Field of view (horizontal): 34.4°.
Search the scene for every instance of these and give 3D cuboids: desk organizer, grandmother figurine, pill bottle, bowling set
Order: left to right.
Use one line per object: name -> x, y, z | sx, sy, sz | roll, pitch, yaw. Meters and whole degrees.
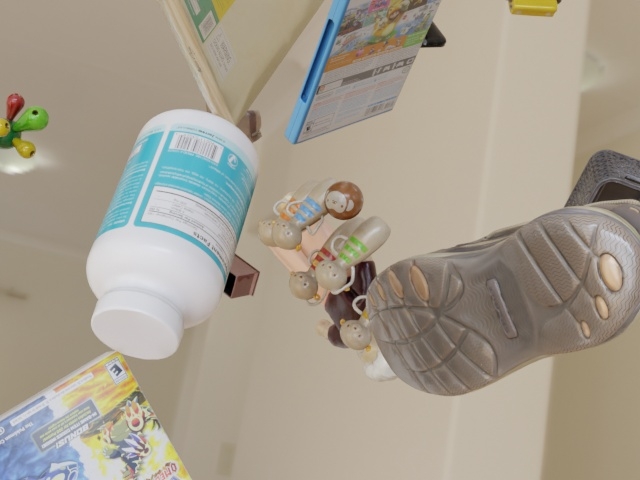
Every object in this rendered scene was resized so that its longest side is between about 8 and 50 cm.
pill bottle -> -0.162, -0.006, 1.117 | 0.146, 0.264, 0.146 | 9, -38, 7
desk organizer -> -0.163, 0.043, 1.695 | 0.130, 0.047, 0.050 | 34, 27, 34
bowling set -> 0.000, 0.000, 1.468 | 0.287, 0.154, 0.200 | 41, -10, 30
grandmother figurine -> 0.032, 0.086, 1.617 | 0.104, 0.342, 0.208 | -18, -39, -26

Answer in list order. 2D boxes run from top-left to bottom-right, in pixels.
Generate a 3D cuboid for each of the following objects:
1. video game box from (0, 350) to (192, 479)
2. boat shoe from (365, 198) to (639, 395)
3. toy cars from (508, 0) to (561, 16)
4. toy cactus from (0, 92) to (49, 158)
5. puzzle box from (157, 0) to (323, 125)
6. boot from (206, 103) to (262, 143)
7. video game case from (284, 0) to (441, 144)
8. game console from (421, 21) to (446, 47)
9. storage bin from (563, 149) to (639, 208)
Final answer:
video game box -> -0.256, 0.245, 1.084 | 0.205, 0.187, 0.048 | -32, 9, -30
boat shoe -> 0.172, 0.052, 0.894 | 0.130, 0.132, 0.355 | -15, -2, -32
toy cars -> 0.310, -0.543, 1.923 | 0.394, 0.176, 0.087 | 48, -23, 18
toy cactus -> -0.422, -0.104, 1.210 | 0.112, 0.219, 0.180 | 48, 0, -22
puzzle box -> -0.107, -0.369, 1.479 | 0.052, 0.272, 0.409 | 30, -15, 17
boot -> -0.146, -0.206, 1.778 | 0.087, 0.042, 0.118 | -21, -41, -13
video game case -> 0.040, -0.154, 0.818 | 0.119, 0.015, 0.166 | -23, -29, -37
game console -> 0.084, -0.266, 1.337 | 0.107, 0.122, 0.071 | -7, -39, -29
storage bin -> 0.384, -0.014, 1.361 | 0.122, 0.084, 0.180 | 19, -58, -3
